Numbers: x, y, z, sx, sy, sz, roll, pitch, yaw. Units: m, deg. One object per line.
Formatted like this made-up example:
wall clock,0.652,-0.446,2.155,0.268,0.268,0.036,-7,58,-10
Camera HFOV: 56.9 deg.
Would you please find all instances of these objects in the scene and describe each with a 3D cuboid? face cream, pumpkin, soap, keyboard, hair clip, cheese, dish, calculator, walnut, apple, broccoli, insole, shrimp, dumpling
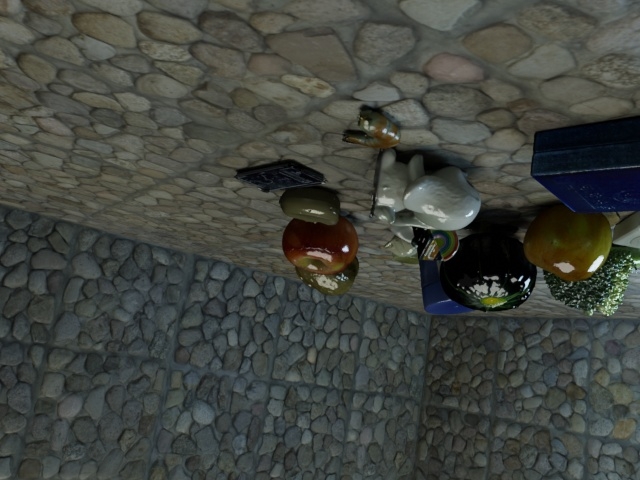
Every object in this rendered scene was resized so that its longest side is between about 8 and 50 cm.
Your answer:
face cream,0.515,0.154,2.304,0.248,0.225,0.249,-2,159,-1
pumpkin,0.521,0.080,1.861,0.295,0.296,0.296,9,168,2
soap,0.906,-0.028,1.638,0.121,0.064,0.183,10,167,7
keyboard,0.560,-0.034,1.958,0.380,0.041,0.103,15,169,6
hair clip,0.322,-0.032,1.572,0.060,0.189,0.033,-21,140,7
cheese,-0.034,-0.114,1.895,0.202,0.091,0.175,11,168,1
dish,0.337,-0.044,1.928,0.229,0.081,0.229,24,167,6
calculator,-0.122,-0.186,1.773,0.274,0.028,0.165,-4,162,45
walnut,0.030,0.109,2.551,0.282,0.227,0.283,-2,127,-3
apple,0.695,0.001,1.656,0.236,0.208,0.237,30,-177,-2
broccoli,0.870,0.119,1.903,0.301,0.249,0.375,13,162,-2
insole,0.792,-0.070,1.651,0.081,0.011,0.248,3,166,28
apple,0.000,0.000,2.133,0.271,0.207,0.251,0,155,25
shrimp,0.094,-0.247,1.318,0.166,0.049,0.161,9,172,41
dumpling,0.328,0.003,2.192,0.169,0.100,0.134,-32,178,40

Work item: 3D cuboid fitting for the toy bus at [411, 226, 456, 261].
toy bus,0.320,-0.037,1.684,0.114,0.201,0.098,9,134,-12

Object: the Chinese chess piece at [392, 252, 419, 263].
Chinese chess piece,0.369,0.055,2.440,0.143,0.059,0.144,8,166,2

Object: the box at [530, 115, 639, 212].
box,0.620,-0.145,1.216,0.278,0.116,0.261,0,165,44

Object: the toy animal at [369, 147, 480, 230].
toy animal,0.248,-0.114,1.480,0.289,0.174,0.249,5,168,25
